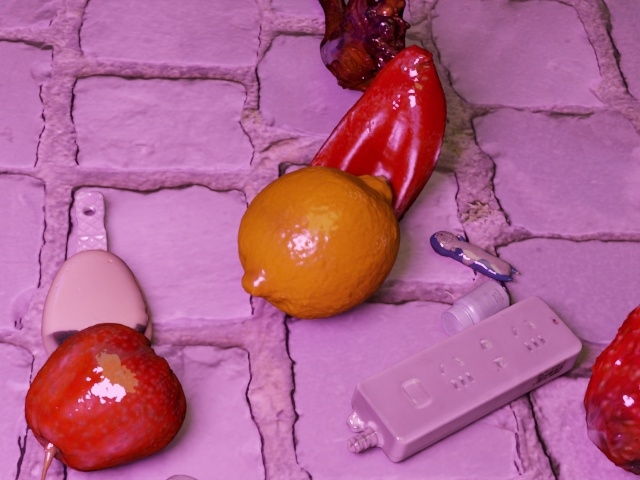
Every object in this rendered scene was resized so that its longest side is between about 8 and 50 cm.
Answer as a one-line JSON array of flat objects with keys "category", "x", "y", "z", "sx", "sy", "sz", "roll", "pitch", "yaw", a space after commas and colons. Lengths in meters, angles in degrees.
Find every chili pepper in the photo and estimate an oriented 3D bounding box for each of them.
[{"category": "chili pepper", "x": 0.090, "y": -0.128, "z": 1.514, "sx": 0.136, "sy": 0.252, "sz": 0.144, "roll": 10, "pitch": 43, "yaw": -26}]

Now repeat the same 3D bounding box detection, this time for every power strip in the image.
[{"category": "power strip", "x": 0.168, "y": 0.165, "z": 1.409, "sx": 0.338, "sy": 0.058, "sz": 0.098, "roll": -24, "pitch": 60, "yaw": -26}]

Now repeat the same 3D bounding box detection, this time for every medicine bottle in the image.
[{"category": "medicine bottle", "x": 0.193, "y": 0.087, "z": 1.483, "sx": 0.083, "sy": 0.047, "sz": 0.047, "roll": -31, "pitch": 63, "yaw": -29}]

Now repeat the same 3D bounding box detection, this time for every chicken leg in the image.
[{"category": "chicken leg", "x": 0.042, "y": -0.294, "z": 1.683, "sx": 0.096, "sy": 0.158, "sz": 0.407, "roll": -5, "pitch": 22, "yaw": -10}]

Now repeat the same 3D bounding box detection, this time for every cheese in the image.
[{"category": "cheese", "x": -0.273, "y": 0.038, "z": 1.435, "sx": 0.127, "sy": 0.054, "sz": 0.251, "roll": -2, "pitch": 51, "yaw": -11}]

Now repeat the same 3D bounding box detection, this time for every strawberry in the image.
[{"category": "strawberry", "x": 0.484, "y": 0.152, "z": 1.341, "sx": 0.292, "sy": 0.291, "sz": 0.310, "roll": 40, "pitch": 49, "yaw": 21}]

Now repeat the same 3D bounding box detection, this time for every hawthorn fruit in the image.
[{"category": "hawthorn fruit", "x": -0.252, "y": 0.186, "z": 1.273, "sx": 0.203, "sy": 0.162, "sz": 0.162, "roll": -37, "pitch": 65, "yaw": -16}]

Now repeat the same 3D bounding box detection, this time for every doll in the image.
[{"category": "doll", "x": 0.201, "y": 0.021, "z": 1.550, "sx": 0.125, "sy": 0.027, "sz": 0.037, "roll": 25, "pitch": 44, "yaw": 10}]

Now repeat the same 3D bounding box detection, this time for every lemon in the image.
[{"category": "lemon", "x": 0.000, "y": 0.000, "z": 1.433, "sx": 0.187, "sy": 0.187, "sz": 0.244, "roll": 38, "pitch": 54, "yaw": 19}]

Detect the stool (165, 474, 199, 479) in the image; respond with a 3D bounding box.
[{"category": "stool", "x": -0.151, "y": 0.353, "z": 1.113, "sx": 0.199, "sy": 0.195, "sz": 0.195, "roll": -36, "pitch": 65, "yaw": -29}]
